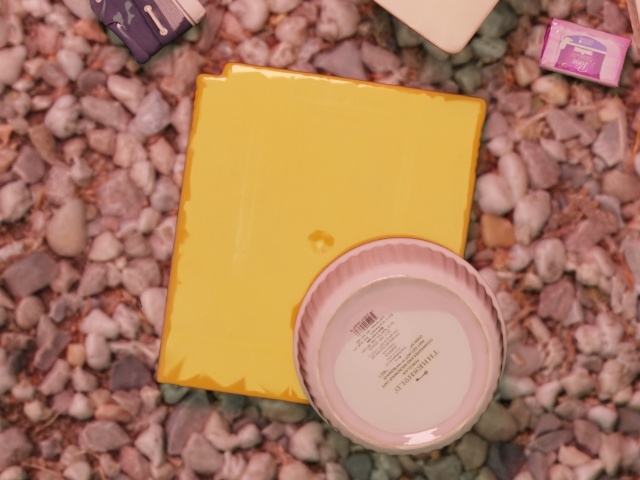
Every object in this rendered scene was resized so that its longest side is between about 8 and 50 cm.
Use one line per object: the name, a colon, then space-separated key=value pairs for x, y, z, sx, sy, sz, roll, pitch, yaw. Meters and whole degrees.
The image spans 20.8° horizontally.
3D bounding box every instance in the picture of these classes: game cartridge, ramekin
game cartridge: x=0.000 y=0.000 z=1.705 sx=0.285 sy=0.053 sz=0.324 roll=9 pitch=95 yaw=-1
ramekin: x=0.076 y=0.106 z=1.636 sx=0.207 sy=0.109 sz=0.207 roll=0 pitch=97 yaw=1

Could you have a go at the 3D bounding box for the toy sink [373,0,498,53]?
toy sink: x=0.128 y=-0.303 z=1.622 sx=0.152 sy=0.131 sz=0.234 roll=35 pitch=91 yaw=-4

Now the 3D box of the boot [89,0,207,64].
boot: x=-0.199 y=-0.262 z=1.658 sx=0.086 sy=0.069 sz=0.190 roll=-40 pitch=97 yaw=2

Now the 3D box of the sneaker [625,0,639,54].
sneaker: x=0.385 y=-0.131 z=1.641 sx=0.148 sy=0.131 sz=0.350 roll=-11 pitch=97 yaw=6

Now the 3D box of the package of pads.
package of pads: x=0.255 y=-0.181 z=1.686 sx=0.083 sy=0.032 sz=0.050 roll=15 pitch=96 yaw=-2
